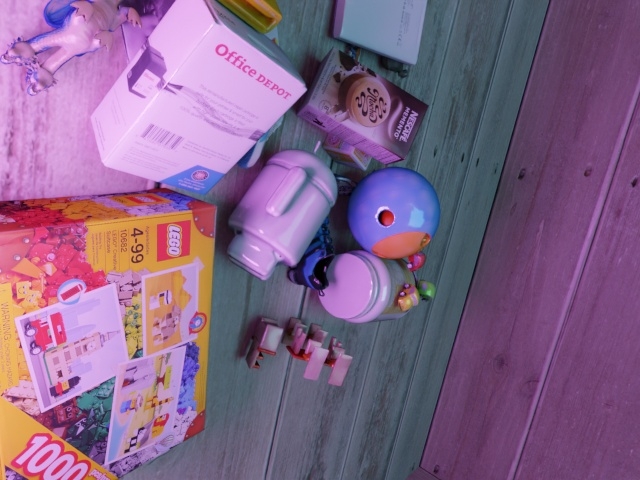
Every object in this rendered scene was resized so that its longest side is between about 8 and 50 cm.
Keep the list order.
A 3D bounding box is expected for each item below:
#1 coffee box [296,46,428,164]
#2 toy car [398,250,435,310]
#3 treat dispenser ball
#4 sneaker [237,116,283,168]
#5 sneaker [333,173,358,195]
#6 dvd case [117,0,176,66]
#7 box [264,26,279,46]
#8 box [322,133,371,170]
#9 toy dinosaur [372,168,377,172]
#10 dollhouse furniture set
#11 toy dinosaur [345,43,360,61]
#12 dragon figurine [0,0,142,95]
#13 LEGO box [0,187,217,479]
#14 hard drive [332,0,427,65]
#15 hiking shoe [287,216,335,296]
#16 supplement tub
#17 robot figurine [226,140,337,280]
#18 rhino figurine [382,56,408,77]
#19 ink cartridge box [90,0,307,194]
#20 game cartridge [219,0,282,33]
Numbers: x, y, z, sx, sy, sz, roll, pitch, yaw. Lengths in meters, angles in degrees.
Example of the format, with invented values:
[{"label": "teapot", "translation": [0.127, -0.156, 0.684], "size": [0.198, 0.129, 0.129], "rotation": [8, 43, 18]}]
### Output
[{"label": "coffee box", "translation": [0.112, -0.345, 1.179], "size": [0.297, 0.119, 0.168], "rotation": [25, 84, -17]}, {"label": "toy car", "translation": [0.343, 0.148, 1.511], "size": [0.225, 0.053, 0.239], "rotation": [38, 59, -47]}, {"label": "treat dispenser ball", "translation": [0.226, -0.086, 1.388], "size": [0.288, 0.288, 0.288], "rotation": [-27, 127, -44]}, {"label": "sneaker", "translation": [-0.136, -0.275, 1.042], "size": [0.092, 0.087, 0.229], "rotation": [13, 97, -57]}, {"label": "sneaker", "translation": [0.073, -0.169, 1.401], "size": [0.135, 0.052, 0.058], "rotation": [15, 98, -54]}, {"label": "dvd case", "translation": [-0.293, -0.371, 0.845], "size": [0.164, 0.018, 0.221], "rotation": [-28, 127, -43]}, {"label": "box", "translation": [-0.170, -0.460, 0.950], "size": [0.186, 0.038, 0.145], "rotation": [-34, 131, -39]}, {"label": "box", "translation": [0.111, -0.327, 1.320], "size": [0.103, 0.114, 0.203], "rotation": [35, 78, -54]}, {"label": "toy dinosaur", "translation": [0.195, -0.154, 1.568], "size": [0.092, 0.053, 0.183], "rotation": [-32, 129, -43]}, {"label": "dollhouse furniture set", "translation": [-0.071, 0.325, 1.296], "size": [0.259, 0.262, 0.135], "rotation": [20, 92, -21]}, {"label": "toy dinosaur", "translation": [0.094, -0.517, 1.247], "size": [0.047, 0.090, 0.082], "rotation": [34, 34, -64]}, {"label": "dragon figurine", "translation": [-0.368, -0.345, 0.698], "size": [0.085, 0.144, 0.289], "rotation": [58, 41, -45]}, {"label": "LEGO box", "translation": [-0.403, 0.176, 0.806], "size": [0.372, 0.193, 0.501], "rotation": [-14, 117, -49]}, {"label": "hard drive", "translation": [0.175, -0.638, 1.250], "size": [0.318, 0.040, 0.210], "rotation": [-2, 105, -41]}, {"label": "hiking shoe", "translation": [0.000, 0.000, 1.311], "size": [0.113, 0.132, 0.304], "rotation": [-8, 112, -51]}, {"label": "supplement tub", "translation": [0.166, 0.157, 1.515], "size": [0.331, 0.241, 0.241], "rotation": [10, 98, -54]}, {"label": "robot figurine", "translation": [-0.089, -0.079, 1.097], "size": [0.354, 0.199, 0.300], "rotation": [-59, -177, -16]}, {"label": "rhino figurine", "translation": [0.247, -0.644, 1.390], "size": [0.106, 0.073, 0.244], "rotation": [-10, 112, -54]}, {"label": "ink cartridge box", "translation": [-0.213, -0.244, 0.785], "size": [0.307, 0.129, 0.223], "rotation": [-39, 151, 23]}, {"label": "game cartridge", "translation": [-0.207, -0.515, 0.695], "size": [0.052, 0.324, 0.285], "rotation": [-33, 155, 26]}]
